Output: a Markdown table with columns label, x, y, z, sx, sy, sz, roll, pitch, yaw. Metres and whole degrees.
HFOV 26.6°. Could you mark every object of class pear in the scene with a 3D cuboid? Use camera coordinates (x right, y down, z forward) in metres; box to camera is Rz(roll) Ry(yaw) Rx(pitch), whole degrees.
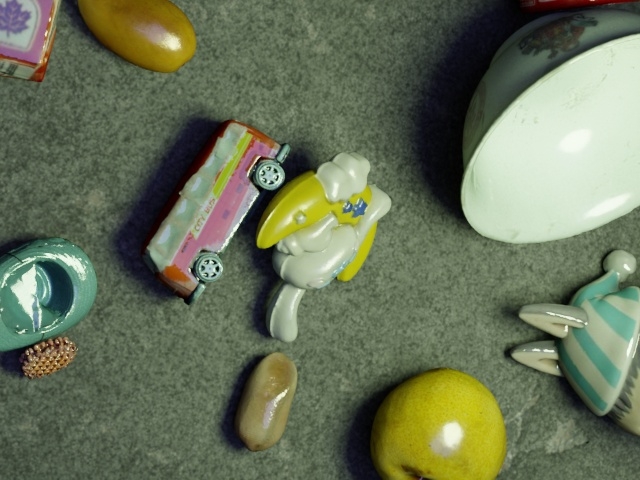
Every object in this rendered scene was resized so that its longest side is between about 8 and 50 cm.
| label | x | y | z | sx | sy | sz | roll | pitch | yaw |
| --- | --- | --- | --- | --- | --- | --- | --- | --- | --- |
| pear | 0.178 | 0.288 | 2.007 | 0.208 | 0.209 | 0.209 | -2 | 96 | -18 |

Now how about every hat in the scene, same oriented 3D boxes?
| label | x | y | z | sx | sy | sz | roll | pitch | yaw |
| --- | --- | --- | --- | --- | --- | --- | --- | --- | --- |
| hat | -0.404 | 0.073 | 1.858 | 0.190 | 0.078 | 0.138 | -25 | 112 | -34 |

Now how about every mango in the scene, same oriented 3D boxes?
| label | x | y | z | sx | sy | sz | roll | pitch | yaw |
| --- | --- | --- | --- | --- | --- | --- | --- | --- | --- |
| mango | -0.256 | -0.300 | 1.863 | 0.184 | 0.085 | 0.102 | 32 | 85 | -13 |

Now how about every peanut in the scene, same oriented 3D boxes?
| label | x | y | z | sx | sy | sz | roll | pitch | yaw |
| --- | --- | --- | --- | --- | --- | --- | --- | --- | --- |
| peanut | -0.080 | 0.237 | 1.981 | 0.076 | 0.076 | 0.152 | 18 | 92 | -19 |

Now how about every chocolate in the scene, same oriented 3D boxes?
| label | x | y | z | sx | sy | sz | roll | pitch | yaw |
| --- | --- | --- | --- | --- | --- | --- | --- | --- | --- |
| chocolate | -0.451 | -0.349 | 1.781 | 0.237 | 0.108 | 0.235 | 14 | 89 | -18 |

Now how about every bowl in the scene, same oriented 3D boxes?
| label | x | y | z | sx | sy | sz | roll | pitch | yaw |
| --- | --- | --- | --- | --- | --- | --- | --- | --- | --- |
| bowl | 0.365 | -0.206 | 1.982 | 0.434 | 0.435 | 0.196 | -13 | 56 | -17 |

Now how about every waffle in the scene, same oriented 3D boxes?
| label | x | y | z | sx | sy | sz | roll | pitch | yaw |
| --- | --- | --- | --- | --- | --- | --- | --- | --- | --- |
| waffle | -0.377 | 0.162 | 1.878 | 0.083 | 0.075 | 0.029 | -22 | 66 | -7 |

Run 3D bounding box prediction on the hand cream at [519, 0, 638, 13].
| label | x | y | z | sx | sy | sz | roll | pitch | yaw |
| --- | --- | --- | --- | --- | --- | --- | --- | --- | --- |
| hand cream | 0.384 | -0.406 | 2.007 | 0.193 | 0.193 | 0.125 | -10 | 100 | -17 |

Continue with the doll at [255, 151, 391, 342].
| label | x | y | z | sx | sy | sz | roll | pitch | yaw |
| --- | --- | --- | --- | --- | --- | --- | --- | --- | --- |
| doll | 0.000 | 0.000 | 1.937 | 0.252 | 0.111 | 0.237 | -44 | 147 | -21 |

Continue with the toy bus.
| label | x | y | z | sx | sy | sz | roll | pitch | yaw |
| --- | --- | --- | --- | --- | --- | --- | --- | --- | --- |
| toy bus | -0.153 | -0.044 | 1.909 | 0.119 | 0.121 | 0.265 | 33 | 86 | -10 |

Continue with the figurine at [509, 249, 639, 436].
| label | x | y | z | sx | sy | sz | roll | pitch | yaw |
| --- | --- | --- | --- | --- | --- | --- | --- | --- | --- |
| figurine | 0.490 | 0.118 | 2.062 | 0.377 | 0.266 | 0.362 | 12 | 86 | -19 |
